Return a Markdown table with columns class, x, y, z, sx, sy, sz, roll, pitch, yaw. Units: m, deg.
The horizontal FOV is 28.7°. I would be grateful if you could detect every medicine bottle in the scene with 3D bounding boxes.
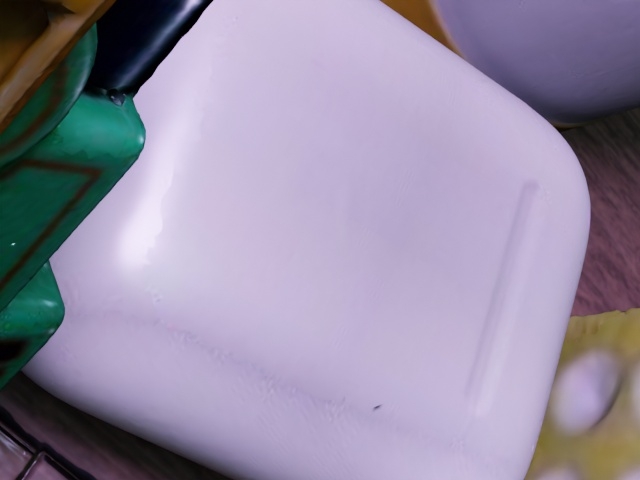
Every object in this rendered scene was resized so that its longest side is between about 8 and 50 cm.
| class | x | y | z | sx | sy | sz | roll | pitch | yaw |
| --- | --- | --- | --- | --- | --- | --- | --- | --- | --- |
| medicine bottle | 0.189 | -0.203 | 0.824 | 0.238 | 0.232 | 0.238 | 7 | 79 | -35 |

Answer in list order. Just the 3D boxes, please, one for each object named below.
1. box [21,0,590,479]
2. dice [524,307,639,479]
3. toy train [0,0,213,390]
| class | x | y | z | sx | sy | sz | roll | pitch | yaw |
| --- | --- | --- | --- | --- | --- | --- | --- | --- | --- |
| box | -0.001 | 0.000 | 0.716 | 0.349 | 0.141 | 0.289 | 30 | 66 | -28 |
| dice | 0.229 | 0.187 | 0.790 | 0.233 | 0.238 | 0.227 | 35 | 63 | -25 |
| toy train | -0.184 | -0.034 | 0.467 | 0.249 | 0.429 | 0.178 | 8 | 45 | -52 |
